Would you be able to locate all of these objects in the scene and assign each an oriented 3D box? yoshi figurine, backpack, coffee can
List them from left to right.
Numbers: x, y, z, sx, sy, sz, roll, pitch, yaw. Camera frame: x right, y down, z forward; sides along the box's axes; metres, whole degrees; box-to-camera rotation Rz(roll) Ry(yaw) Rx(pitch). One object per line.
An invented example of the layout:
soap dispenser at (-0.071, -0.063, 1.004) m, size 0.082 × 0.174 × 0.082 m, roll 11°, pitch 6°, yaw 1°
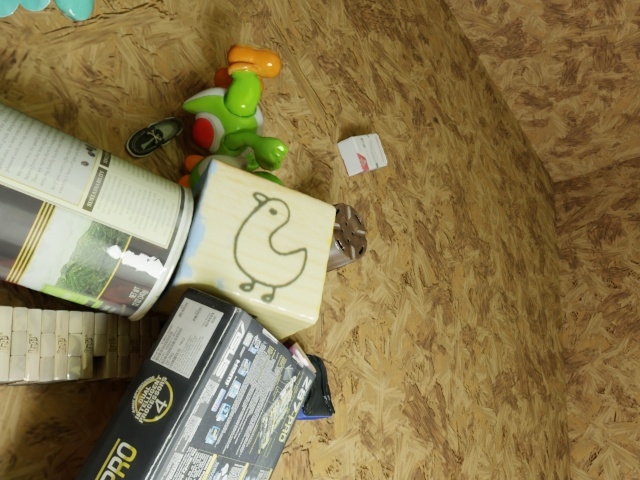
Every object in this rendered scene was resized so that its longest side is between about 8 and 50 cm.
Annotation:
coffee can at (-0.331, -0.034, 0.655) m, size 0.275 × 0.201 × 0.202 m, roll 25°, pitch 57°, yaw -29°
yoshi figurine at (-0.134, -0.170, 0.994) m, size 0.203 × 0.203 × 0.362 m, roll 33°, pitch 60°, yaw -62°
backpack at (-0.041, 0.284, 1.004) m, size 0.098 × 0.101 × 0.120 m, roll 25°, pitch 52°, yaw -52°

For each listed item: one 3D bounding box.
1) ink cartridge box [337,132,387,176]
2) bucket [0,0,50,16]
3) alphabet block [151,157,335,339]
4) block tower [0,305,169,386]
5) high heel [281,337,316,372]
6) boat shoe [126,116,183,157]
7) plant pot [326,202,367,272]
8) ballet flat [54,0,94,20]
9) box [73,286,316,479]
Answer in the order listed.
ink cartridge box at (0.119, -0.240, 1.445) m, size 0.135 × 0.056 × 0.099 m, roll -21°, pitch 92°, yaw -52°
bucket at (-0.467, -0.454, 0.662) m, size 0.281 × 0.281 × 0.183 m, roll 7°, pitch 68°, yaw -49°
alphabet block at (-0.115, 0.027, 0.769) m, size 0.197 × 0.193 × 0.193 m, roll 19°, pitch 65°, yaw -20°
block tower at (-0.333, 0.149, 0.713) m, size 0.335 × 0.091 × 0.097 m, roll 12°, pitch 66°, yaw -48°
high heel at (-0.182, 0.148, 0.902) m, size 0.181 × 0.127 × 0.377 m, roll -38°, pitch 90°, yaw -15°
boat shoe at (-0.295, -0.189, 0.935) m, size 0.046 × 0.038 × 0.125 m, roll 61°, pitch 39°, yaw -13°
plant pot at (0.000, 0.000, 1.117) m, size 0.167 × 0.165 × 0.167 m, roll 24°, pitch 57°, yaw -43°
ballet flat at (-0.415, -0.501, 0.876) m, size 0.083 × 0.087 × 0.247 m, roll 5°, pitch 72°, yaw -50°
box at (-0.162, 0.300, 0.669) m, size 0.395 × 0.097 × 0.318 m, roll -64°, pitch 151°, yaw -19°
